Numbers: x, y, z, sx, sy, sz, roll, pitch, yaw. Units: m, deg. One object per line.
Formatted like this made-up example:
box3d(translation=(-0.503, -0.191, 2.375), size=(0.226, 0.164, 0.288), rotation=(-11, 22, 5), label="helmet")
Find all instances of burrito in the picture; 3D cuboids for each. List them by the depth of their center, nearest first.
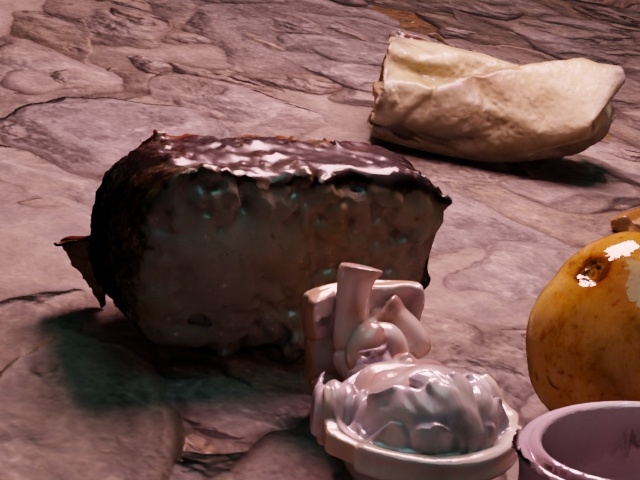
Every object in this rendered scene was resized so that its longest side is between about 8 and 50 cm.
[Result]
box3d(translation=(0.229, -0.173, 1.790), size=(0.332, 0.190, 0.135), rotation=(10, 58, 5), label="burrito")

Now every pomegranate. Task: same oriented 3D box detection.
box3d(translation=(0.270, 0.096, 1.154), size=(0.196, 0.196, 0.196), rotation=(9, 23, -4), label="pomegranate")

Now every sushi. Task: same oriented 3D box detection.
box3d(translation=(-0.061, 0.002, 1.211), size=(0.343, 0.196, 0.182), rotation=(-1, 13, -25), label="sushi")

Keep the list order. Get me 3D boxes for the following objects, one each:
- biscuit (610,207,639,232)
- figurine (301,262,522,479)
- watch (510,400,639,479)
box3d(translation=(0.477, 0.003, 1.625), size=(0.224, 0.033, 0.144), rotation=(28, 29, 34), label="biscuit")
box3d(translation=(0.066, 0.121, 1.028), size=(0.163, 0.141, 0.237), rotation=(0, 25, -17), label="figurine")
box3d(translation=(0.259, 0.183, 0.928), size=(0.248, 0.210, 0.217), rotation=(-5, 17, -13), label="watch")
